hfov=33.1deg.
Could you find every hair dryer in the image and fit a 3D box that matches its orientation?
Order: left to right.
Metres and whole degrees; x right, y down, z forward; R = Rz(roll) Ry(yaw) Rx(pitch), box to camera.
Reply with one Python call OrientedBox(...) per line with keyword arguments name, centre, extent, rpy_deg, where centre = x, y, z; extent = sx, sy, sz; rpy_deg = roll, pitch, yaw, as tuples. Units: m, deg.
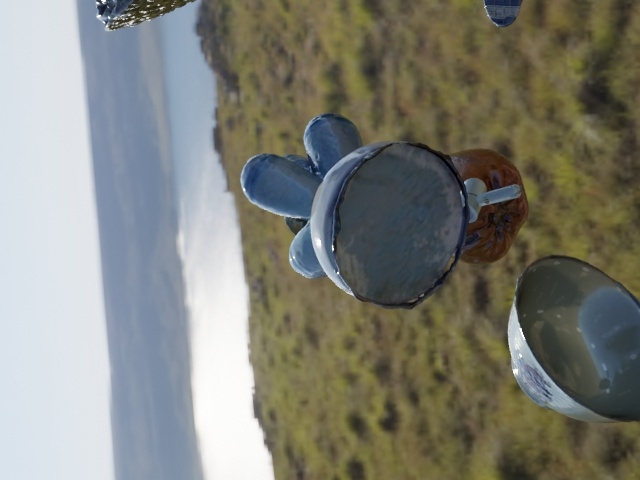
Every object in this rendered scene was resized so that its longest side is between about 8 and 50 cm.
OrientedBox(name="hair dryer", centre=(0.318, -0.085, 2.004), extent=(0.047, 0.137, 0.082), rpy_deg=(52, -136, -27))

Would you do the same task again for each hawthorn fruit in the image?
OrientedBox(name="hawthorn fruit", centre=(0.332, -0.088, 2.541), extent=(0.298, 0.277, 0.277), rpy_deg=(32, 129, 50))

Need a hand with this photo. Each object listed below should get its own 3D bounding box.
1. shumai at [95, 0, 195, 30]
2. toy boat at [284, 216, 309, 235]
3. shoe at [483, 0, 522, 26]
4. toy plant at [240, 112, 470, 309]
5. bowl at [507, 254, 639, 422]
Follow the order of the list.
OrientedBox(name="shumai", centre=(-0.299, -0.519, 1.741), extent=(0.289, 0.292, 0.330), rpy_deg=(64, 154, -4))
OrientedBox(name="toy boat", centre=(0.001, 0.000, 2.125), extent=(0.185, 0.071, 0.089), rpy_deg=(51, 142, 29))
OrientedBox(name="shoe", centre=(0.304, -0.404, 1.741), extent=(0.071, 0.063, 0.143), rpy_deg=(54, -135, -61))
OrientedBox(name="toy plant", centre=(0.023, -0.053, 1.534), extent=(0.332, 0.247, 0.247), rpy_deg=(22, 118, 55))
OrientedBox(name="bowl", centre=(0.445, 0.206, 1.925), extent=(0.157, 0.337, 0.337), rpy_deg=(-51, 40, 42))
